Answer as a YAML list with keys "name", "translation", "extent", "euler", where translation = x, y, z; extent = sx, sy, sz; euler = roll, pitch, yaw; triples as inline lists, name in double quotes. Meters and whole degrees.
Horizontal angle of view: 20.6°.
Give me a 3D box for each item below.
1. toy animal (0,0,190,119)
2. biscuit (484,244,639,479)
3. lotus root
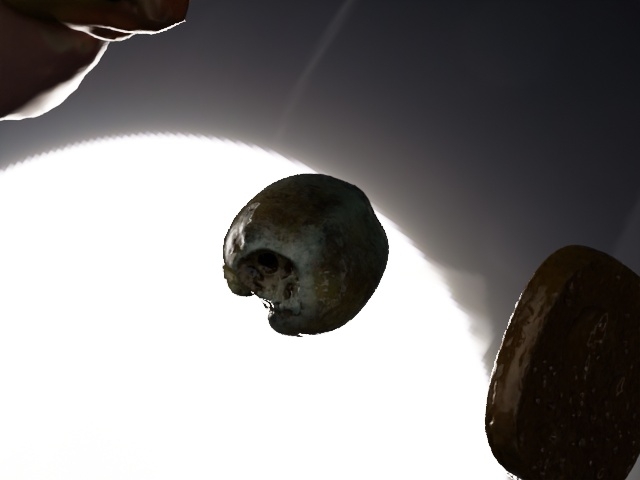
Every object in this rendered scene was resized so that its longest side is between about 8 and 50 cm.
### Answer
- name: "toy animal"
  translation: [-0.174, -0.179, 1.099]
  extent: [0.281, 0.169, 0.195]
  euler: [-26, -169, 46]
- name: "biscuit"
  translation: [0.277, 0.171, 1.940]
  extent: [0.063, 0.367, 0.314]
  euler: [17, -100, 34]
- name: "lotus root"
  translation: [0.000, 0.000, 1.814]
  extent: [0.140, 0.158, 0.322]
  euler: [-53, 177, 19]
